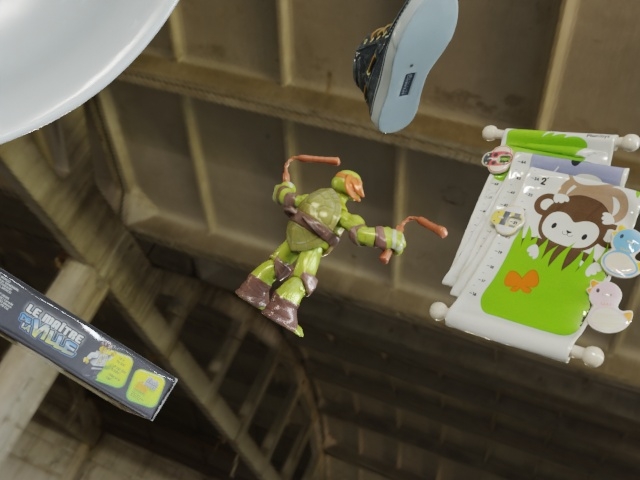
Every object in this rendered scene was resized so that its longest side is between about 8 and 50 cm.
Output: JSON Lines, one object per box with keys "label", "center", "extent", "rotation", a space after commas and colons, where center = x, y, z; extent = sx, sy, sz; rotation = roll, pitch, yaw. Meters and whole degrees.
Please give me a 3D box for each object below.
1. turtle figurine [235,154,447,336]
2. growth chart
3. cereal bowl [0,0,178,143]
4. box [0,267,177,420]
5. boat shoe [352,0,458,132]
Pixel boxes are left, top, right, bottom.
{"label": "turtle figurine", "center": [0.000, 0.000, 0.853], "extent": [0.269, 0.217, 0.087], "rotation": [29, -5, 38]}
{"label": "growth chart", "center": [0.194, -0.008, 0.625], "extent": [0.172, 0.237, 0.021], "rotation": [5, -31, 34]}
{"label": "cereal bowl", "center": [-0.213, -0.211, 0.304], "extent": [0.141, 0.339, 0.339], "rotation": [35, -12, 48]}
{"label": "box", "center": [-0.216, 0.066, 0.547], "extent": [0.207, 0.036, 0.114], "rotation": [36, -21, -15]}
{"label": "boat shoe", "center": [0.077, -0.202, 0.744], "extent": [0.065, 0.083, 0.183], "rotation": [-13, -31, -24]}
